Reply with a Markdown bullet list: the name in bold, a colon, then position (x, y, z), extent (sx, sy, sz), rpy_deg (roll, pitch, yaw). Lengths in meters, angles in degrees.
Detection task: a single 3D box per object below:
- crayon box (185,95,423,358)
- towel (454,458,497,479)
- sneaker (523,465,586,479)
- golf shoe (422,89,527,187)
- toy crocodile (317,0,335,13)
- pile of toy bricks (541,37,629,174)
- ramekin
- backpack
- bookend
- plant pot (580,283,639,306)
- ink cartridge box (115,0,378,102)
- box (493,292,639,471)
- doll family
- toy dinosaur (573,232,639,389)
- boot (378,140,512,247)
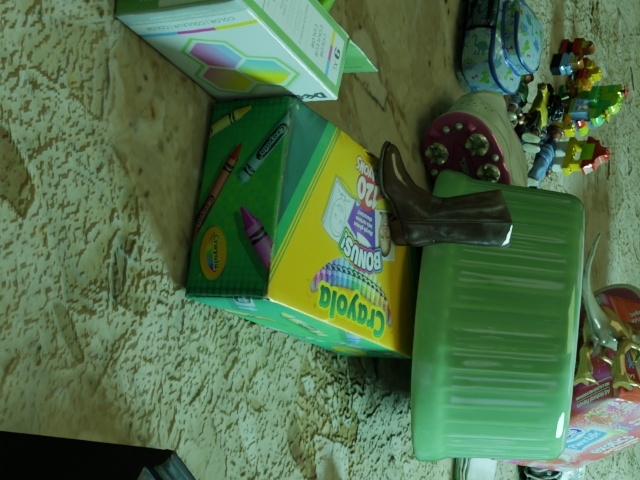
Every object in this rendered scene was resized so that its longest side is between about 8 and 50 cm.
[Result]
- **crayon box**: position (0.000, 0.000, 1.003), extent (0.278, 0.081, 0.165), rpy_deg (28, 66, -58)
- **towel**: position (0.191, 0.326, 1.394), extent (0.113, 0.023, 0.152), rpy_deg (23, 70, -57)
- **sneaker**: position (0.309, 0.348, 1.541), extent (0.132, 0.086, 0.229), rpy_deg (-60, 139, -38)
- **golf shoe**: position (0.214, -0.037, 1.351), extent (0.140, 0.115, 0.306), rpy_deg (-56, 137, -49)
- **toy crocodile**: position (0.000, -0.353, 0.996), extent (0.115, 0.105, 0.340), rpy_deg (150, -56, -76)
- **pile of toy bricks**: position (0.400, -0.206, 1.675), extent (0.118, 0.105, 0.212), rpy_deg (57, 43, -43)
- **ramekin**: position (0.186, 0.083, 1.171), extent (0.303, 0.148, 0.303), rpy_deg (4, 90, -79)
- **backpack**: position (0.219, -0.235, 1.383), extent (0.105, 0.084, 0.114), rpy_deg (33, 64, -53)
- **bookend**: position (-0.162, 0.195, 0.648), extent (0.072, 0.157, 0.156), rpy_deg (62, 39, -38)
- **plant pot**: position (0.485, 0.169, 1.757), extent (0.180, 0.201, 0.201), rpy_deg (46, 50, -31)
- **ink cartridge box**: position (-0.050, -0.154, 0.890), extent (0.209, 0.109, 0.062), rpy_deg (37, 59, -55)
- **box**: position (0.310, 0.174, 1.340), extent (0.122, 0.257, 0.128), rpy_deg (12, 61, -20)
- **doll family**: position (0.279, -0.148, 1.491), extent (0.193, 0.076, 0.111), rpy_deg (83, 26, -53)
- **toy dinosaur**: position (0.283, 0.088, 1.149), extent (0.211, 0.064, 0.112), rpy_deg (39, 51, -52)
- **boot**: position (0.113, -0.041, 1.002), extent (0.037, 0.114, 0.106), rpy_deg (-51, 133, -49)
